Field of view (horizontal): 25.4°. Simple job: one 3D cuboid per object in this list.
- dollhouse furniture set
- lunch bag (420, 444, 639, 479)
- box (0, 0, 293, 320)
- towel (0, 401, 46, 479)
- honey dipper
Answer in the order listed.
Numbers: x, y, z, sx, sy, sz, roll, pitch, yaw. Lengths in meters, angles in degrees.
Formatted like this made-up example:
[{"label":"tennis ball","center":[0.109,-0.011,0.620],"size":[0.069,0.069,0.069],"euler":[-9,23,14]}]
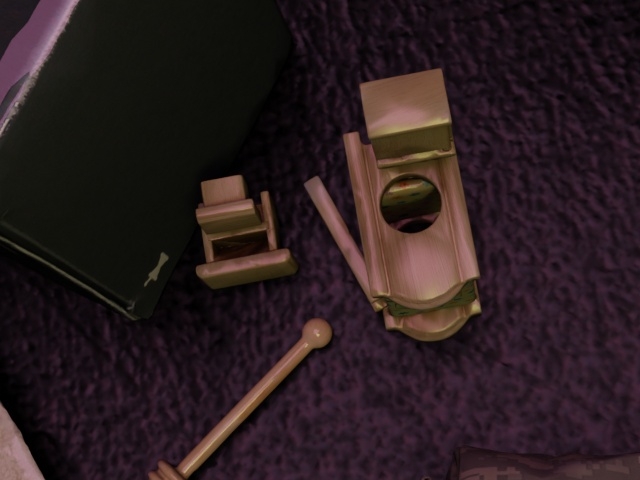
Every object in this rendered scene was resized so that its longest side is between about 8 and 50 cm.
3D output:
[{"label":"dollhouse furniture set","center":[0.000,0.000,0.765],"size":[0.161,0.182,0.101],"euler":[-11,76,5]},{"label":"lunch bag","center":[0.196,0.209,0.674],"size":[0.305,0.212,0.256],"euler":[-2,47,8]},{"label":"box","center":[-0.251,-0.151,0.779],"size":[0.395,0.293,0.212],"euler":[27,82,13]},{"label":"towel","center":[-0.238,0.184,0.800],"size":[0.187,0.049,0.282],"euler":[-28,74,-18]},{"label":"honey dipper","center":[-0.052,0.105,0.830],"size":[0.030,0.030,0.160],"euler":[42,81,15]}]
